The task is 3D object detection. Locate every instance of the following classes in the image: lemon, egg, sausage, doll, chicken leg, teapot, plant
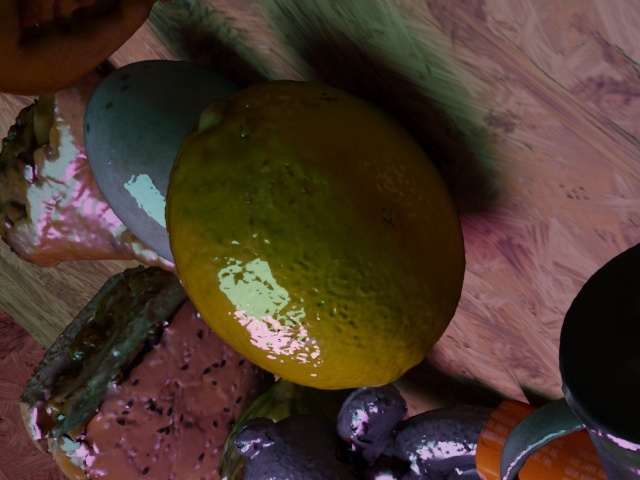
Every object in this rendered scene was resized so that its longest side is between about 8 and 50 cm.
[{"bbox_3d":[-0.002,-0.003,1.211,0.263,0.236,0.236,23,168,-22],"label":"lemon"},{"bbox_3d":[-0.113,-0.066,1.376,0.236,0.169,0.169,46,161,-20],"label":"egg"},{"bbox_3d":[0.282,0.236,1.389,0.312,0.093,0.093,19,151,48],"label":"sausage"},{"bbox_3d":[0.066,0.263,1.600,0.340,0.158,0.246,-1,128,24],"label":"doll"},{"bbox_3d":[-0.214,-0.060,1.645,0.409,0.182,0.295,23,139,25],"label":"chicken leg"},{"bbox_3d":[0.258,0.152,1.045,0.270,0.200,0.337,-9,135,19],"label":"teapot"},{"bbox_3d":[-0.012,0.185,1.766,0.180,0.251,0.333,27,132,26],"label":"plant"}]

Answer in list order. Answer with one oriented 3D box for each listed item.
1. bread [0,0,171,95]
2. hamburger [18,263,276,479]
[{"bbox_3d":[-0.201,-0.240,1.028,0.148,0.270,0.270,25,155,38],"label":"bread"},{"bbox_3d":[-0.200,0.185,1.890,0.195,0.318,0.277,22,162,48],"label":"hamburger"}]
